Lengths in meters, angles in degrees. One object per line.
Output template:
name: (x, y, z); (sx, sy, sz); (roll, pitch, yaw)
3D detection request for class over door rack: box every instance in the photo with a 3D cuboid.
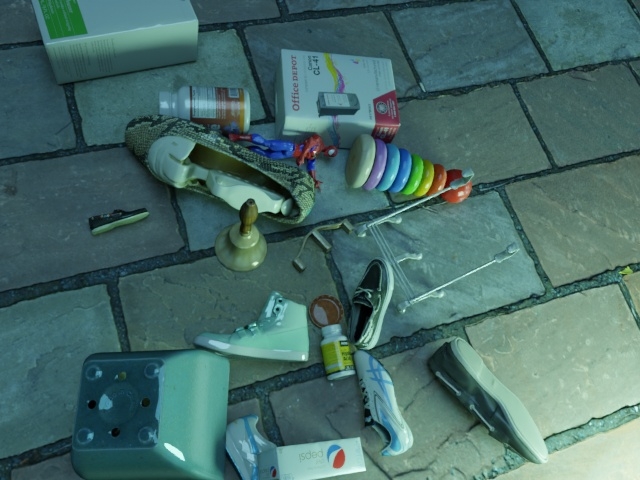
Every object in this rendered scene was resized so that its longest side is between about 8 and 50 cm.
over door rack: (0.282, 0.007, 1.444); (0.324, 0.108, 0.239); (-27, 74, -1)

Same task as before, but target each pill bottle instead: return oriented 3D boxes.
pill bottle: (-0.288, -0.321, 1.459); (0.216, 0.121, 0.121); (-1, 67, -13)
pill bottle: (0.035, 0.251, 1.318); (0.065, 0.065, 0.116); (-7, 69, -16)

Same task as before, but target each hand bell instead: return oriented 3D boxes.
hand bell: (-0.163, -0.031, 1.295); (0.126, 0.242, 0.126); (5, 65, -12)

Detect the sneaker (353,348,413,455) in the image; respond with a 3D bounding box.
sneaker: (0.122, 0.352, 1.284); (0.086, 0.085, 0.237); (-15, 70, -24)

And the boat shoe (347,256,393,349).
boat shoe: (0.113, 0.139, 1.351); (0.078, 0.070, 0.219); (1, 72, 35)

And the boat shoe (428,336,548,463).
boat shoe: (0.381, 0.375, 1.345); (0.335, 0.095, 0.112); (52, 30, 7)

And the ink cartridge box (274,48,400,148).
ink cartridge box: (0.039, -0.370, 1.554); (0.306, 0.131, 0.226); (1, 67, -14)

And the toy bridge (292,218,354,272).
toy bridge: (0.000, 0.000, 1.440); (0.188, 0.026, 0.063); (-39, 79, -25)

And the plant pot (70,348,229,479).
plant pot: (-0.321, 0.313, 1.070); (0.247, 0.252, 0.248); (-3, 66, 5)

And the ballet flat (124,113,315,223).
ballet flat: (-0.241, -0.158, 1.359); (0.483, 0.164, 0.182); (20, 30, -6)

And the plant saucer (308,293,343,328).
plant saucer: (0.013, 0.168, 1.378); (0.083, 0.013, 0.083); (5, 67, -11)

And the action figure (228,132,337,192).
action figure: (-0.087, -0.199, 1.472); (0.280, 0.091, 0.139); (-3, 61, -14)

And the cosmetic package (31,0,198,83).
cosmetic package: (-0.513, -0.545, 1.485); (0.365, 0.155, 0.197); (-19, 71, -19)

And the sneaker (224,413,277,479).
sneaker: (-0.117, 0.462, 1.179); (0.092, 0.087, 0.229); (-27, 77, -24)

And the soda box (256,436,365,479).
soda box: (-0.016, 0.443, 1.172); (0.216, 0.074, 0.069); (9, 61, -37)

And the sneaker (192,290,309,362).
sneaker: (-0.148, 0.184, 1.286); (0.256, 0.094, 0.151); (8, 71, -21)

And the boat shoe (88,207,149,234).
boat shoe: (-0.461, -0.053, 1.340); (0.133, 0.049, 0.042); (-19, 80, -15)

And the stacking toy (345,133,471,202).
stacking toy: (0.239, -0.173, 1.526); (0.330, 0.141, 0.141); (12, 65, -15)
